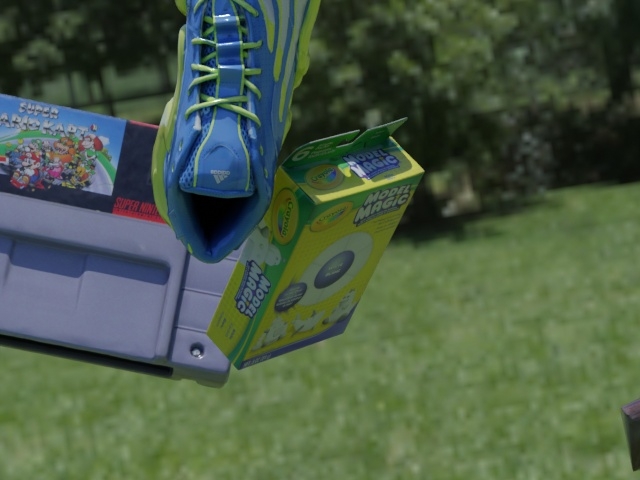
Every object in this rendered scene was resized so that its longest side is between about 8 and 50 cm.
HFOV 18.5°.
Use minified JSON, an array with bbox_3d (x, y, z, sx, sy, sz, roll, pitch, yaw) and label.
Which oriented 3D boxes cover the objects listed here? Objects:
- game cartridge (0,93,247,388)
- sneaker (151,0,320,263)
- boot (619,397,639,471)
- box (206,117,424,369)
[{"bbox_3d":[-0.239,-0.011,1.761,0.355,0.230,0.068,11,-20,-6],"label":"game cartridge"},{"bbox_3d":[-0.044,-0.092,1.160,0.091,0.240,0.126,4,29,-11],"label":"sneaker"},{"bbox_3d":[0.202,0.085,0.957,0.114,0.037,0.106,-32,-41,2],"label":"boot"},{"bbox_3d":[0.000,0.000,1.293,0.105,0.043,0.179,-18,-38,-41],"label":"box"}]
